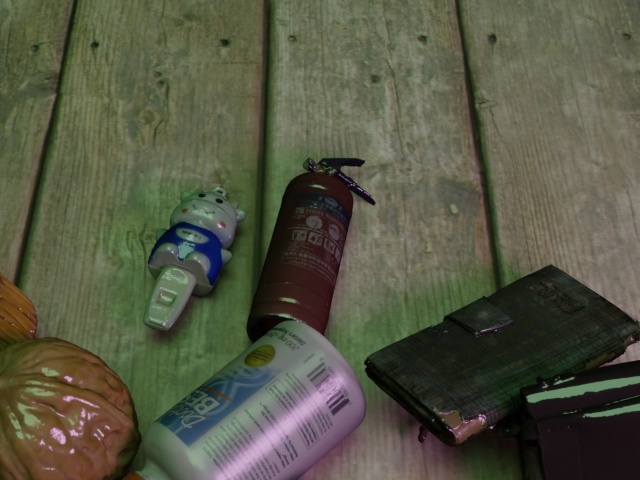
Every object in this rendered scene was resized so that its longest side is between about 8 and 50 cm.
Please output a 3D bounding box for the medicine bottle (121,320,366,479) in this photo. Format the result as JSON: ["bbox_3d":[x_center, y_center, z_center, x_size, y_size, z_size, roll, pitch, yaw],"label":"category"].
[{"bbox_3d":[-0.096,0.232,1.155,0.288,0.157,0.157,-37,60,-25],"label":"medicine bottle"}]

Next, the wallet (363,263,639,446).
[{"bbox_3d":[0.224,0.129,1.208,0.317,0.044,0.169,-22,40,-26],"label":"wallet"}]

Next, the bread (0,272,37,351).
[{"bbox_3d":[-0.441,0.131,1.247,0.199,0.104,0.199,-22,44,22],"label":"bread"}]

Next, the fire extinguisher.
[{"bbox_3d":[0.000,0.000,1.379,0.138,0.102,0.344,29,50,-18],"label":"fire extinguisher"}]

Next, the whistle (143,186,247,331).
[{"bbox_3d":[-0.177,0.016,1.363,0.110,0.092,0.244,21,54,3],"label":"whistle"}]

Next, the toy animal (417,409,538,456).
[{"bbox_3d":[0.205,0.191,1.225,0.186,0.094,0.214,-8,44,-16],"label":"toy animal"}]

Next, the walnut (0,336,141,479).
[{"bbox_3d":[-0.310,0.210,1.143,0.213,0.213,0.213,0,52,0],"label":"walnut"}]

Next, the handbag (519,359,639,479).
[{"bbox_3d":[0.350,0.271,1.091,0.256,0.113,0.286,-8,93,3],"label":"handbag"}]
